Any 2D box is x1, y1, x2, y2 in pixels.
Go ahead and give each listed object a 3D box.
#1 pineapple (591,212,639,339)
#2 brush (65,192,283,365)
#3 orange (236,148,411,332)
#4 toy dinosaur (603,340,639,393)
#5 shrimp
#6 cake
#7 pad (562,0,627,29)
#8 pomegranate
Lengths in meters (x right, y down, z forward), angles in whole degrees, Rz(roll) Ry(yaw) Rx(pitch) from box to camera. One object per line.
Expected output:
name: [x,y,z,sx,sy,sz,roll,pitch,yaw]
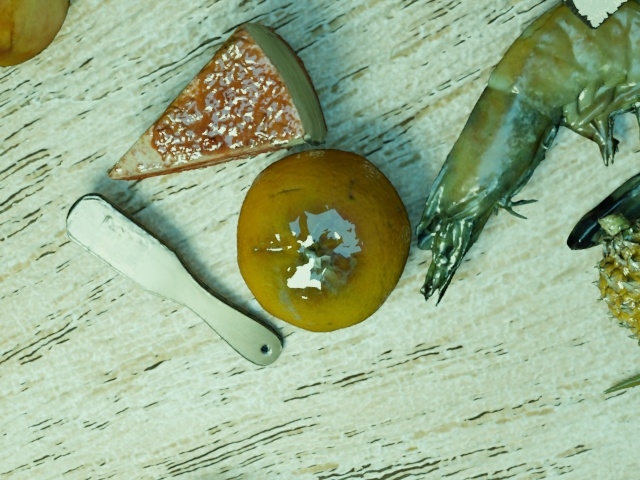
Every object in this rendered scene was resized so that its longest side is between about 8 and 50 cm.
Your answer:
pineapple: [0.380,0.016,1.351,0.137,0.161,0.176,43,124,2]
brush: [-0.184,0.050,1.486,0.327,0.065,0.070,38,96,-10]
orange: [0.000,0.000,1.390,0.224,0.170,0.224,1,100,5]
toy dinosaur: [0.450,0.159,1.427,0.126,0.039,0.162,33,103,-1]
shrimp: [0.282,-0.085,1.392,0.272,0.085,0.445,37,98,-5]
cake: [-0.139,-0.167,1.387,0.261,0.158,0.160,-11,95,10]
pad: [0.332,-0.406,1.227,0.220,0.004,0.330,47,130,0]
pomegranate: [-0.399,-0.304,1.389,0.191,0.191,0.191,1,100,7]
